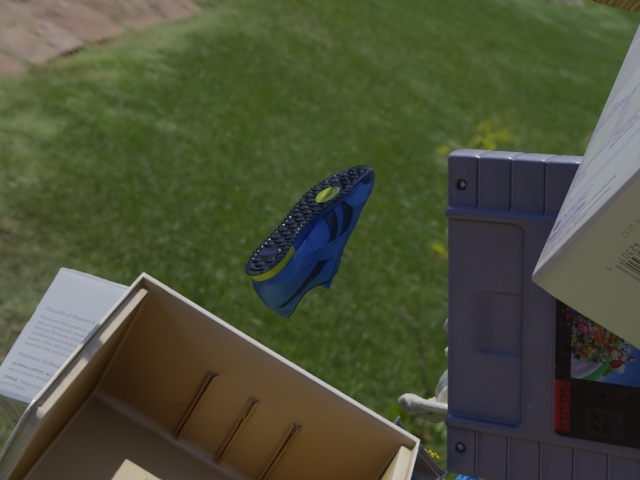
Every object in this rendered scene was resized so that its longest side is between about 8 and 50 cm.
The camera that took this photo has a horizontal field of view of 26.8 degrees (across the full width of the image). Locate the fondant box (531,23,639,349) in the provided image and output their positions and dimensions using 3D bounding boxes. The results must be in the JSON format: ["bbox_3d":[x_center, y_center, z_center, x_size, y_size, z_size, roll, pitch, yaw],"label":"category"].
[{"bbox_3d":[0.281,-0.118,0.896,0.096,0.238,0.330,32,52,-4],"label":"fondant box"}]

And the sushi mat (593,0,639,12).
[{"bbox_3d":[0.361,-0.263,1.073,0.151,0.316,0.019,16,61,-15],"label":"sushi mat"}]

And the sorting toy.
[{"bbox_3d":[0.084,0.245,1.435,0.083,0.045,0.075,49,36,-3],"label":"sorting toy"}]

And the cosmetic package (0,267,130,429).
[{"bbox_3d":[-0.275,0.162,1.625,0.151,0.151,0.183,15,58,18],"label":"cosmetic package"}]

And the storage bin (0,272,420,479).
[{"bbox_3d":[-0.084,0.182,0.983,0.262,0.123,0.260,32,22,-1],"label":"storage bin"}]

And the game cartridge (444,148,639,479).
[{"bbox_3d":[0.240,0.088,1.386,0.230,0.355,0.068,7,14,34],"label":"game cartridge"}]

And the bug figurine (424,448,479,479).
[{"bbox_3d":[0.151,0.444,2.143,0.072,0.279,0.216,53,-11,-18],"label":"bug figurine"}]

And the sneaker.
[{"bbox_3d":[0.000,0.000,1.532,0.069,0.209,0.082,2,-46,50],"label":"sneaker"}]

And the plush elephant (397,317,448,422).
[{"bbox_3d":[0.252,0.150,1.815,0.272,0.255,0.330,22,47,-35],"label":"plush elephant"}]
